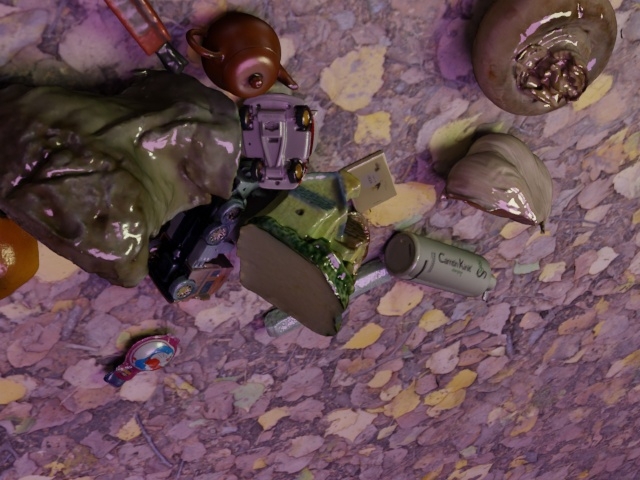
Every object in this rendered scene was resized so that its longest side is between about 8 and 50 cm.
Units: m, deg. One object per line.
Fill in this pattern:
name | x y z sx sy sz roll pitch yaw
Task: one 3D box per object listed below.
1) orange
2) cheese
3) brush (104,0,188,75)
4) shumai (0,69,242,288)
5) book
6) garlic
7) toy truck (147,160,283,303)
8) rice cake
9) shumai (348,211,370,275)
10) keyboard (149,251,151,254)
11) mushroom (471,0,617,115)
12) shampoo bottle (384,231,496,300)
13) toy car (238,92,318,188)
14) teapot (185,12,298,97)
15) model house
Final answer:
orange | -0.472 0.026 1.492 0.160 0.112 0.170 -34 128 7
cheese | -0.309 0.206 1.823 0.145 0.038 0.095 -35 139 7
brush | -0.257 -0.316 1.281 0.051 0.070 0.323 -32 137 2
shumai | -0.276 -0.127 1.362 0.288 0.330 0.292 -51 176 -1
book | 0.081 -0.095 1.746 0.077 0.014 0.111 -27 140 -3
garlic | 0.312 -0.102 1.766 0.229 0.178 0.142 21 90 -64
toy truck | -0.156 -0.022 1.623 0.140 0.108 0.256 0 131 -48
rice cake | 0.010 0.105 1.896 0.245 0.042 0.045 -27 137 -1
shumai | 0.026 0.033 1.770 0.146 0.116 0.145 -18 143 -14
keyboard | -0.335 -0.004 1.539 0.198 0.064 0.010 12 103 -54
mushroom | 0.338 -0.285 1.567 0.227 0.178 0.226 -11 128 -14
shampoo bottle | 0.234 0.051 1.933 0.262 0.085 0.085 16 123 -41
toy car | -0.049 -0.148 1.540 0.112 0.112 0.139 -27 118 -64
teapot | -0.105 -0.241 1.412 0.173 0.116 0.116 15 124 -38
model house | 0.000 0.000 1.601 0.189 0.195 0.214 -53 163 -29
